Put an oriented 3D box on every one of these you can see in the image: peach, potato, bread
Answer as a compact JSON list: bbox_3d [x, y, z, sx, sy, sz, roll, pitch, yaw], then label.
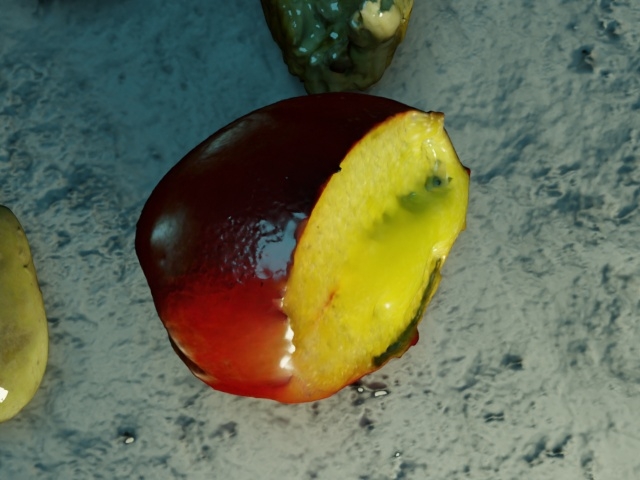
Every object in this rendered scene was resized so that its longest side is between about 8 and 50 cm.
[{"bbox_3d":[0.000,0.000,1.592,0.338,0.281,0.281,-21,74,-8],"label":"peach"},{"bbox_3d":[-0.373,0.044,1.656,0.192,0.141,0.296,-16,71,-4],"label":"potato"},{"bbox_3d":[0.002,-0.358,1.674,0.191,0.314,0.370,-19,69,-12],"label":"bread"}]
